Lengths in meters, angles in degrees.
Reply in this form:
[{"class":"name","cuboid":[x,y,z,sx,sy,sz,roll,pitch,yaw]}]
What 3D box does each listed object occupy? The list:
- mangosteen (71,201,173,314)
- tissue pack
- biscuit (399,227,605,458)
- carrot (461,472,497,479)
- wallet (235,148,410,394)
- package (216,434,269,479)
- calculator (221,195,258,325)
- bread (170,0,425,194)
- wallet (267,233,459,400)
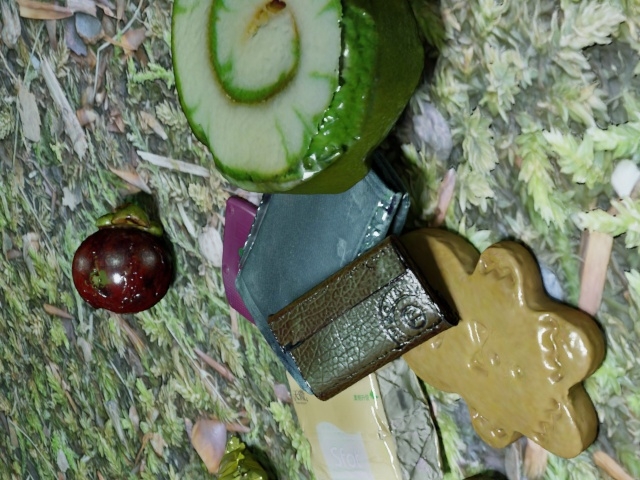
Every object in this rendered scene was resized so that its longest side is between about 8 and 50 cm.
[{"class":"mangosteen","cuboid":[-0.313,0.028,2.280,0.166,0.166,0.180,8,88,53]},{"class":"tissue pack","cuboid":[0.056,0.245,1.914,0.222,0.090,0.186,-8,99,56]},{"class":"biscuit","cuboid":[0.188,0.113,1.689,0.355,0.052,0.275,33,133,41]},{"class":"carrot","cuboid":[0.157,0.370,1.866,0.078,0.078,0.298,62,151,11]},{"class":"wallet","cuboid":[0.000,0.000,1.836,0.237,0.075,0.342,51,134,37]},{"class":"package","cuboid":[-0.114,0.429,2.242,0.168,0.090,0.226,-144,43,-80]},{"class":"calculator","cuboid":[-0.103,0.037,2.082,0.127,0.034,0.190,33,132,44]},{"class":"bread","cuboid":[-0.036,-0.242,1.690,0.366,0.129,0.382,-16,81,52]},{"class":"wallet","cuboid":[0.044,0.099,1.731,0.243,0.039,0.133,-34,89,40]}]
